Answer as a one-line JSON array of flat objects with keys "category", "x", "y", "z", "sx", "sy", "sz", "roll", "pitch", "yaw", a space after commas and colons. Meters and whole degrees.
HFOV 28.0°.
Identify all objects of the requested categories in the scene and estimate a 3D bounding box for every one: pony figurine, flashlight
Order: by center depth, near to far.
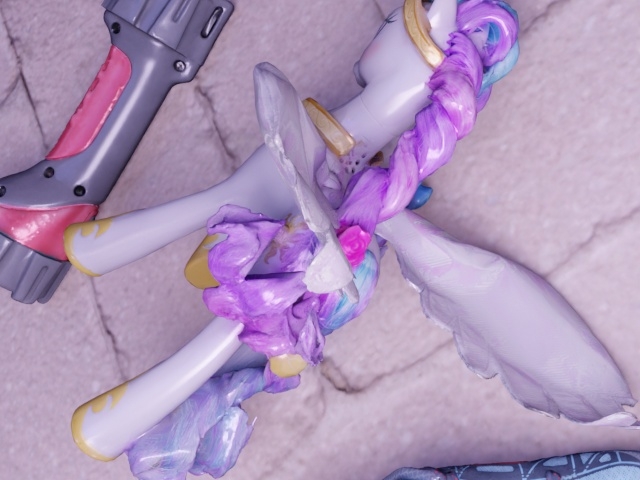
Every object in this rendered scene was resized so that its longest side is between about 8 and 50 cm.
[{"category": "pony figurine", "x": 0.000, "y": 0.000, "z": 0.802, "sx": 0.363, "sy": 0.303, "sz": 0.351, "roll": -39, "pitch": 37, "yaw": 20}, {"category": "flashlight", "x": -0.201, "y": -0.097, "z": 1.084, "sx": 0.103, "sy": 0.103, "sz": 0.304, "roll": 33, "pitch": 95, "yaw": 43}]

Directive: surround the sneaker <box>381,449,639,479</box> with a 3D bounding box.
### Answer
[{"category": "sneaker", "x": 0.089, "y": 0.180, "z": 0.746, "sx": 0.262, "sy": 0.125, "sz": 0.104, "roll": -20, "pitch": 63, "yaw": 30}]
